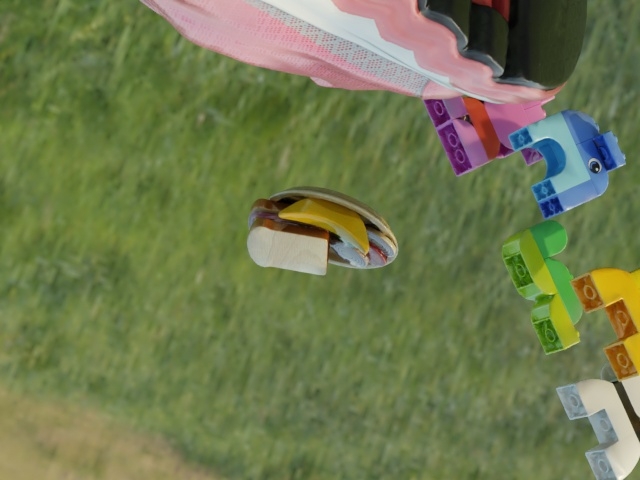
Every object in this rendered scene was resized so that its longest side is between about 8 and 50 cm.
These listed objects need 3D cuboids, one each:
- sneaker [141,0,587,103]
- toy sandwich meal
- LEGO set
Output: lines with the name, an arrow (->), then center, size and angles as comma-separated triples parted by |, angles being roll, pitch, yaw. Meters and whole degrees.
sneaker -> -0.044, -0.114, 0.527 | 0.136, 0.115, 0.314 | -9, 155, 42
toy sandwich meal -> 0.000, 0.000, 0.841 | 0.086, 0.029, 0.085 | 17, 154, 9
LEGO set -> 0.156, 0.002, 0.816 | 0.093, 0.227, 0.087 | -23, 178, -27
